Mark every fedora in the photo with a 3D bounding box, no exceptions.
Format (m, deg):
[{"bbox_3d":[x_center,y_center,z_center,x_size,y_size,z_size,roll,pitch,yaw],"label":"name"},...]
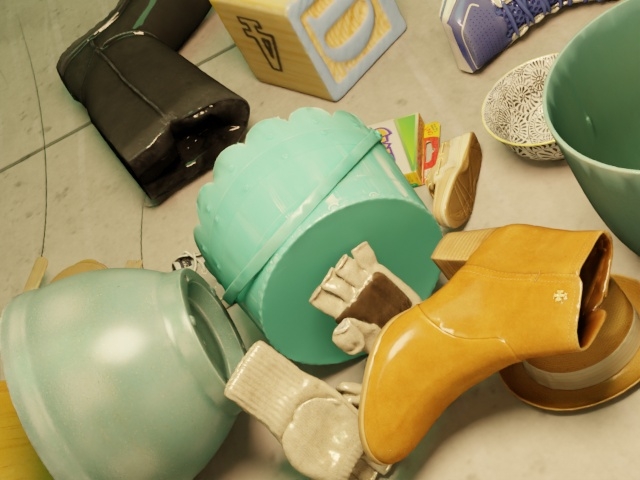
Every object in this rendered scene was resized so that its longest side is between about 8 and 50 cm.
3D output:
[{"bbox_3d":[0.274,0.090,1.218,0.194,0.079,0.194,-17,43,16],"label":"fedora"}]

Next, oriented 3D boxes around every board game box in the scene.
[{"bbox_3d":[0.043,-0.106,1.596,0.259,0.039,0.124,-11,45,19],"label":"board game box"}]

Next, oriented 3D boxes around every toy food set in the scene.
[{"bbox_3d":[-0.352,0.084,1.655,0.192,0.038,0.132,1,57,26],"label":"toy food set"}]

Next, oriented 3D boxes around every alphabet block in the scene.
[{"bbox_3d":[-0.020,-0.360,1.764,0.197,0.193,0.192,24,63,44],"label":"alphabet block"}]

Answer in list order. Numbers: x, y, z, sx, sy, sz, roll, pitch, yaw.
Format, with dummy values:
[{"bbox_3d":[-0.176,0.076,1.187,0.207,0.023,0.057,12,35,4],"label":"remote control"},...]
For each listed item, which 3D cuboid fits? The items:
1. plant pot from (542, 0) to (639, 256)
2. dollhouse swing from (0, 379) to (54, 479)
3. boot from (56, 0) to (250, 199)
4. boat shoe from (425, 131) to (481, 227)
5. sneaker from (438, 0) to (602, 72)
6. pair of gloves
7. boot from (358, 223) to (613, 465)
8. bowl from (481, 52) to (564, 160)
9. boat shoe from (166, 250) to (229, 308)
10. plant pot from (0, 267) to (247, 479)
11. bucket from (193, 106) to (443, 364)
[{"bbox_3d":[0.410,-0.098,1.201,0.293,0.235,0.293,-17,42,16],"label":"plant pot"},{"bbox_3d":[-0.436,0.399,1.369,0.315,0.305,0.347,-2,28,-31],"label":"dollhouse swing"},{"bbox_3d":[-0.236,-0.296,1.860,0.367,0.146,0.445,-46,36,1],"label":"boot"},{"bbox_3d":[0.167,-0.075,1.468,0.059,0.063,0.170,-9,36,29],"label":"boat shoe"},{"bbox_3d":[0.324,-0.378,1.617,0.182,0.127,0.315,20,60,45],"label":"sneaker"},{"bbox_3d":[0.038,0.145,1.228,0.240,0.204,0.042,-47,8,-18],"label":"pair of gloves"},{"bbox_3d":[0.172,0.106,1.150,0.211,0.104,0.295,3,59,47],"label":"boot"},{"bbox_3d":[0.300,-0.157,1.448,0.170,0.080,0.170,-17,43,17],"label":"bowl"},{"bbox_3d":[-0.175,0.061,1.525,0.227,0.081,0.079,-36,41,-5],"label":"boat shoe"},{"bbox_3d":[-0.196,0.149,1.282,0.196,0.293,0.293,-27,41,9],"label":"plant pot"},{"bbox_3d":[0.000,0.000,1.343,0.281,0.281,0.183,-35,45,-4],"label":"bucket"}]
